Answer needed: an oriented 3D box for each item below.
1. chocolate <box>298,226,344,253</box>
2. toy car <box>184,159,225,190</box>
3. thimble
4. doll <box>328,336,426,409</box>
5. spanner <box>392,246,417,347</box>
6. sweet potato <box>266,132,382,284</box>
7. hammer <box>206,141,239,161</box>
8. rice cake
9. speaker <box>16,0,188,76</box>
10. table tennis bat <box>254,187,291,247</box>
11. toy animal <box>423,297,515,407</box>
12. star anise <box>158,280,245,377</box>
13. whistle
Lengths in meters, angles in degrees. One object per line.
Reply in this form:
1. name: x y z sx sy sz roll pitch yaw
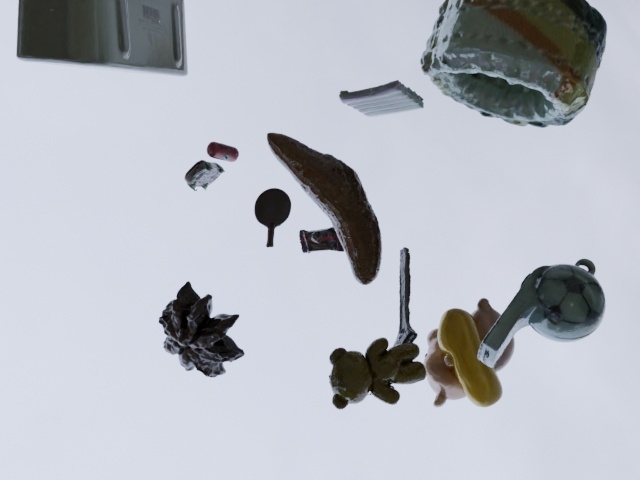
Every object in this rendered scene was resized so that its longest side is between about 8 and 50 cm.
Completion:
1. chocolate: 0.000 0.000 1.887 0.028 0.182 0.086 -19 -77 -51
2. toy car: -0.276 -0.158 1.401 0.055 0.069 0.142 46 -171 3
3. thimble: 0.322 -0.313 1.007 0.288 0.167 0.254 21 178 10
4. doll: 0.114 0.272 1.237 0.209 0.097 0.137 -6 -98 -17
5. spanner: 0.193 0.148 1.376 0.026 0.093 0.325 21 -130 -16
6. sweet potato: 0.030 -0.083 1.113 0.114 0.092 0.341 -32 -95 -10
7. hammer: -0.229 -0.208 1.403 0.083 0.043 0.043 10 -133 -52
8. rice cake: 0.168 -0.386 1.642 0.189 0.198 0.037 11 -98 -56
9. speaker: -0.411 -0.433 1.186 0.183 0.184 0.406 6 -166 11
10. table tennis bat: -0.114 -0.047 1.603 0.107 0.170 0.119 -2 -160 -24
11. toy animal: 0.414 0.330 1.808 0.277 0.247 0.345 48 -134 -10
12. star anise: -0.300 0.222 1.410 0.223 0.236 0.109 9 -157 34
13. whistle: 0.440 0.144 1.129 0.163 0.163 0.289 41 -109 0
